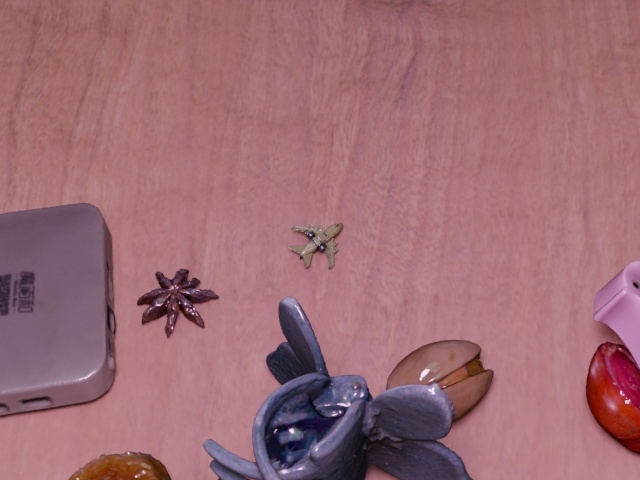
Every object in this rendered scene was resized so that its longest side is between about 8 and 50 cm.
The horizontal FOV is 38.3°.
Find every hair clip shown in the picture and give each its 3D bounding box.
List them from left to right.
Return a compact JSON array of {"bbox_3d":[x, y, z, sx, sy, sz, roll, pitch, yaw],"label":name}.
[{"bbox_3d":[0.001,0.283,1.224,0.392,0.318,0.238,32,62,22],"label":"hair clip"}]

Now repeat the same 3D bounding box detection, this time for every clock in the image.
[{"bbox_3d":[0.578,0.129,1.406,0.275,0.080,0.290,47,45,15],"label":"clock"}]

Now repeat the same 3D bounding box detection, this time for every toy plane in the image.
[{"bbox_3d":[0.000,0.000,1.613,0.111,0.040,0.102,-38,79,-22],"label":"toy plane"}]

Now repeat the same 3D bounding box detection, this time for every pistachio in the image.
[{"bbox_3d":[0.181,0.215,1.398,0.185,0.124,0.124,-16,51,-31],"label":"pistachio"}]

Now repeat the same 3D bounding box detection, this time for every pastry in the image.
[{"bbox_3d":[-0.275,0.394,1.279,0.182,0.093,0.192,-34,60,-19],"label":"pastry"}]

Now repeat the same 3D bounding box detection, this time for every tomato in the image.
[{"bbox_3d":[0.464,0.245,1.374,0.189,0.099,0.173,23,31,-27],"label":"tomato"}]

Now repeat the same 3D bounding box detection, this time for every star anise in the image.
[{"bbox_3d":[-0.244,0.098,1.543,0.141,0.042,0.141,-2,52,2],"label":"star anise"}]

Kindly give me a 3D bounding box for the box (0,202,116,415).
[{"bbox_3d":[-0.526,0.115,1.512,0.373,0.090,0.367,-7,53,-5],"label":"box"}]
